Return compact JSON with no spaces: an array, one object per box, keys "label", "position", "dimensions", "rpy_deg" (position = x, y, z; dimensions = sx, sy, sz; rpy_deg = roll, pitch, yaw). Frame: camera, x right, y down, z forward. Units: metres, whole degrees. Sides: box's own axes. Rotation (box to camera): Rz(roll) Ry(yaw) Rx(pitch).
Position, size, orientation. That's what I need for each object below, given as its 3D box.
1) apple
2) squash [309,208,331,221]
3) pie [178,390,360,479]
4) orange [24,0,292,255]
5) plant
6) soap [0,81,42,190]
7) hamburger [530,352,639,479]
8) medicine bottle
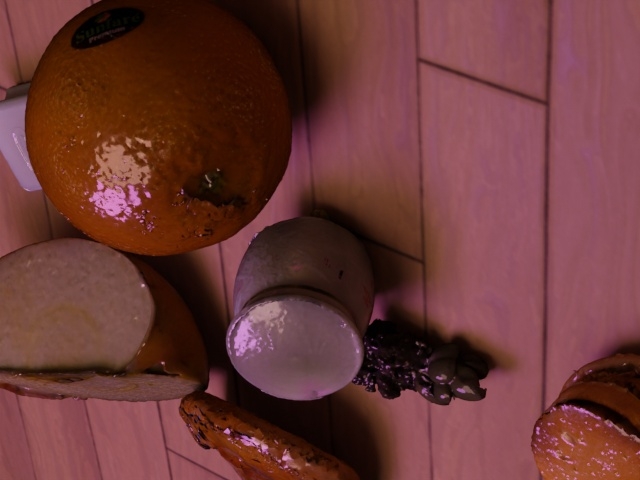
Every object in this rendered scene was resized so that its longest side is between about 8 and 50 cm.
[{"label":"apple","position":[-0.292,0.117,2.154],"dimensions":[0.346,0.179,0.254],"rpy_deg":[-4,116,28]},{"label":"squash","position":[0.000,0.000,1.898],"dimensions":[0.027,0.027,0.083],"rpy_deg":[26,136,27]},{"label":"pie","position":[-0.063,0.254,2.096],"dimensions":[0.273,0.069,0.273],"rpy_deg":[31,161,12]},{"label":"orange","position":[-0.158,-0.113,1.764],"dimensions":[0.274,0.274,0.274],"rpy_deg":[26,138,27]},{"label":"plant","position":[0.103,0.134,1.881],"dimensions":[0.174,0.085,0.087],"rpy_deg":[12,154,32]},{"label":"soap","position":[-0.290,-0.127,2.044],"dimensions":[0.198,0.066,0.119],"rpy_deg":[-6,116,47]},{"label":"hamburger","position":[0.301,0.203,1.705],"dimensions":[0.182,0.118,0.191],"rpy_deg":[-19,105,54]},{"label":"medicine bottle","position":[-0.019,0.070,1.848],"dimensions":[0.147,0.143,0.147],"rpy_deg":[3,130,4]}]
